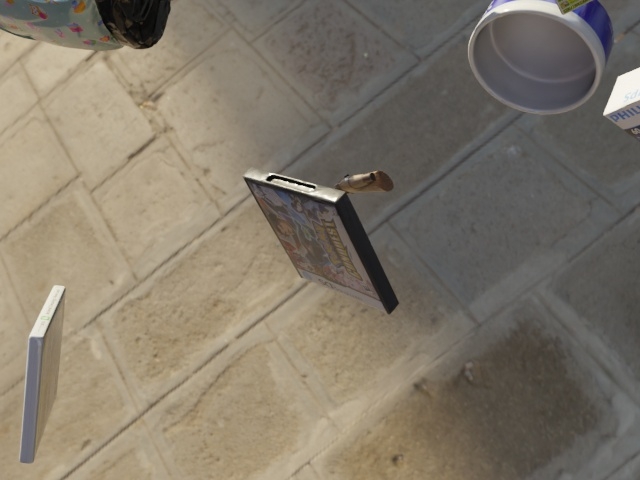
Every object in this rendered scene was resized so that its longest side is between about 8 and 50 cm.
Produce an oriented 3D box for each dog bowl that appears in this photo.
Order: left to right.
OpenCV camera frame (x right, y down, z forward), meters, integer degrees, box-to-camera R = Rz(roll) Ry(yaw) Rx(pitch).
[{"bbox_3d":[0.439,-0.383,1.359,0.264,0.265,0.104,15,60,29],"label":"dog bowl"}]

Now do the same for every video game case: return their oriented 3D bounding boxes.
[{"bbox_3d":[-0.437,0.204,1.070,0.193,0.023,0.213,-120,40,-69],"label":"video game case"},{"bbox_3d":[0.000,0.000,1.226,0.248,0.275,0.035,20,58,45],"label":"video game case"}]

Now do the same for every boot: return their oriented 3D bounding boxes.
[{"bbox_3d":[0.086,-0.113,1.381,0.087,0.118,0.042,-17,72,31],"label":"boot"}]

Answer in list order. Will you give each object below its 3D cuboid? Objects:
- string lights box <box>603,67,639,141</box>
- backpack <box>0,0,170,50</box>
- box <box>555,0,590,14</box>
[{"bbox_3d":[0.569,-0.162,1.004,0.077,0.259,0.133,-63,15,-14],"label":"string lights box"},{"bbox_3d":[-0.261,-0.262,0.690,0.181,0.152,0.115,12,71,6],"label":"backpack"},{"bbox_3d":[0.337,-0.396,0.869,0.114,0.036,0.207,-22,54,29],"label":"box"}]
